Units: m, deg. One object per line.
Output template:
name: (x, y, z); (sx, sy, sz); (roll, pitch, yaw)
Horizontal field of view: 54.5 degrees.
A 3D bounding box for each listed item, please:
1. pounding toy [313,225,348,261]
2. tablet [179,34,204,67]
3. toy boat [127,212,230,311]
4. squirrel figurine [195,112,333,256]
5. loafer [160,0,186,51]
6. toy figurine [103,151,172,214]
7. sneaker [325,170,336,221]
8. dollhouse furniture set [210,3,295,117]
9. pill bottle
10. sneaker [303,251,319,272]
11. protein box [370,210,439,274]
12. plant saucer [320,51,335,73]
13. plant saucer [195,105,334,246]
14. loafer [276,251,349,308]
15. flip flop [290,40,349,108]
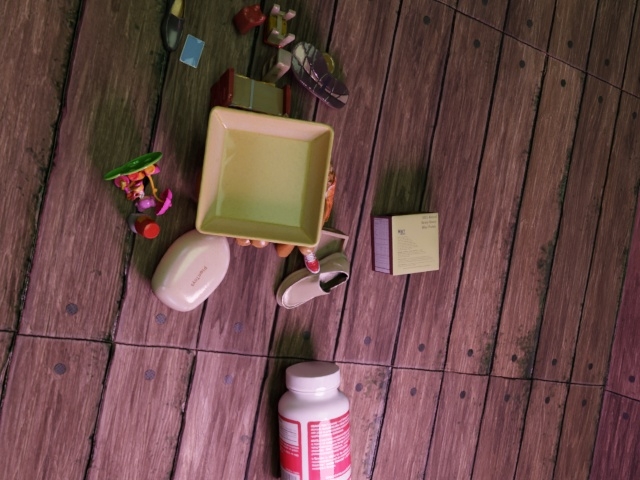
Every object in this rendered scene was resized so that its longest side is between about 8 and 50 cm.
pounding toy: (0.000, 0.000, 2.038); (0.141, 0.100, 0.130); (13, 102, -27)
tablet: (-0.376, -0.554, 1.819); (0.054, 0.006, 0.083); (20, 83, -29)
toy boat: (-0.413, 0.033, 1.782); (0.267, 0.148, 0.318); (-50, 122, -12)
squirrel figurine: (-0.167, -0.173, 1.842); (0.370, 0.281, 0.397); (24, 87, -16)
loafer: (-0.413, -0.624, 1.760); (0.062, 0.061, 0.170); (3, 93, -31)
toy figurine: (-0.491, -0.140, 1.739); (0.173, 0.130, 0.159); (-23, 116, -4)
sneaker: (0.015, -0.146, 2.053); (0.067, 0.064, 0.175); (43, 60, -64)
dollhouse furniture set: (-0.203, -0.525, 1.863); (0.201, 0.152, 0.375); (11, 71, -29)
pill bottle: (-0.019, 0.608, 1.988); (0.228, 0.229, 0.408); (-5, 97, -29)
sneaker: (-0.034, 0.041, 1.942); (0.042, 0.067, 0.119); (-20, 69, -9)
protein box: (0.294, 0.005, 2.170); (0.199, 0.136, 0.201); (-6, 97, -28)
plant saucer: (0.015, -0.576, 2.034); (0.083, 0.015, 0.084); (-3, 96, -29)
plant saucer: (-0.150, -0.167, 1.675); (0.332, 0.081, 0.333); (8, 92, -9)
loafer: (-0.022, 0.136, 1.981); (0.268, 0.092, 0.102); (-34, 126, 3)
flip flop: (-0.010, -0.526, 1.992); (0.112, 0.080, 0.277); (-52, 133, 3)
